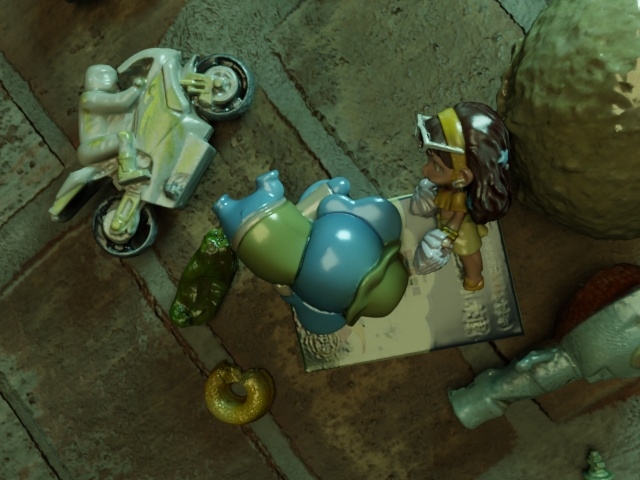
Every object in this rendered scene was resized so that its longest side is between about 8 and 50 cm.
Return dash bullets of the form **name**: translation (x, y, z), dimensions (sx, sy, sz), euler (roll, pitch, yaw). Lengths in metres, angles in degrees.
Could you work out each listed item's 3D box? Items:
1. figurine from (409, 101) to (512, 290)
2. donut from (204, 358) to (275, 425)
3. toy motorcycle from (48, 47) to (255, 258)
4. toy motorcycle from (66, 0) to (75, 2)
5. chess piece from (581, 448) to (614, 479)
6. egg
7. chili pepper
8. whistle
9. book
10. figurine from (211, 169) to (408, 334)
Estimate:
- **figurine**: translation (0.171, -0.048, 0.655), dimensions (0.115, 0.175, 0.240), euler (1, 124, 7)
- **donut**: translation (-0.126, 0.233, 0.804), dimensions (0.108, 0.043, 0.097), euler (4, 93, 13)
- **toy motorcycle**: translation (-0.261, -0.151, 0.772), dimensions (0.222, 0.108, 0.341), euler (32, 91, -2)
- **toy motorcycle**: translation (-0.347, -0.448, 0.773), dimensions (0.061, 0.124, 0.194), euler (6, 90, -32)
- **chess piece**: translation (0.381, 0.358, 0.723), dimensions (0.059, 0.059, 0.149), euler (-8, 84, 10)
- **egg**: translation (0.337, -0.152, 0.602), dimensions (0.279, 0.279, 0.311), euler (17, 115, 8)
- **chili pepper**: translation (-0.157, 0.036, 0.785), dimensions (0.072, 0.073, 0.204), euler (25, 108, -10)
- **whistle**: translation (0.322, 0.136, 0.685), dimensions (0.346, 0.142, 0.134), euler (-36, 77, 21)
- **book**: translation (0.105, 0.054, 0.768), dimensions (0.322, 0.018, 0.228), euler (-13, 91, 10)
- **figurine**: translation (-0.001, 0.002, 0.698), dimensions (0.262, 0.154, 0.180), euler (44, 73, -8)
